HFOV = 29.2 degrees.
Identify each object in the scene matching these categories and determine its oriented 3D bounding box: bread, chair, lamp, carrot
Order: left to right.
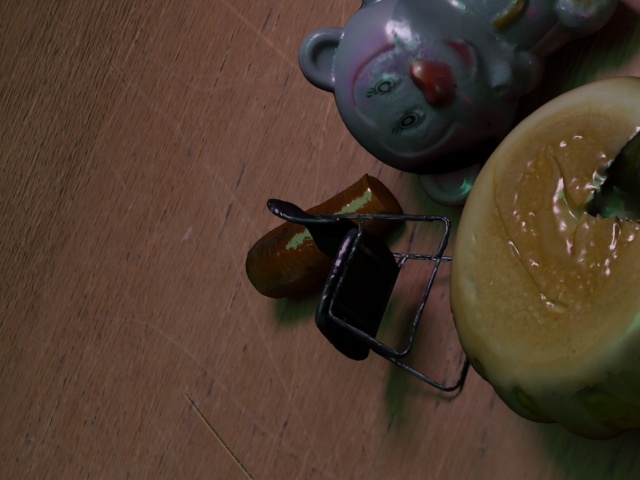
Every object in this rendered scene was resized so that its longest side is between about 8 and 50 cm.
[{"bbox_3d":[0.000,0.000,1.409,0.193,0.087,0.087,-32,48,27],"label":"carrot"},{"bbox_3d":[0.041,0.046,1.252,0.221,0.140,0.145,13,75,31],"label":"chair"},{"bbox_3d":[0.144,-0.213,1.311,0.301,0.247,0.247,-47,11,5],"label":"lamp"},{"bbox_3d":[0.251,0.018,1.075,0.333,0.160,0.333,-35,41,36],"label":"bread"}]
